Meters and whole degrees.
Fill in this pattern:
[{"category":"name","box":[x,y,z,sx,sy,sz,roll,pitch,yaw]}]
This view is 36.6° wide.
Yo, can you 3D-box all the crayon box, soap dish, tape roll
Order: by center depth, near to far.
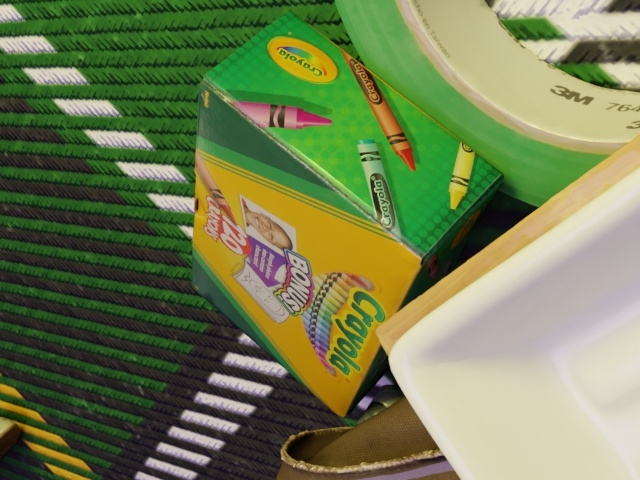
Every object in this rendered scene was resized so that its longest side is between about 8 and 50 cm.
[{"category":"soap dish","box":[0.192,0.099,0.445,0.229,0.118,0.291,-41,81,36]},{"category":"tape roll","box":[0.148,-0.166,0.486,0.321,0.077,0.321,20,128,27]},{"category":"crayon box","box":[0.000,0.000,0.657,0.165,0.081,0.278,39,153,13]}]

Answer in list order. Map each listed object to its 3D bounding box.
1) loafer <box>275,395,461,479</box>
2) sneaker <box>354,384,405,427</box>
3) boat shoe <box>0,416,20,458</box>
[{"category":"loafer","box":[0.130,0.111,0.628,0.366,0.134,0.130,-15,91,20]},{"category":"sneaker","box":[0.091,0.228,0.785,0.153,0.094,0.235,21,124,20]},{"category":"boat shoe","box":[-0.477,0.277,1.272,0.096,0.098,0.277,49,138,1]}]
